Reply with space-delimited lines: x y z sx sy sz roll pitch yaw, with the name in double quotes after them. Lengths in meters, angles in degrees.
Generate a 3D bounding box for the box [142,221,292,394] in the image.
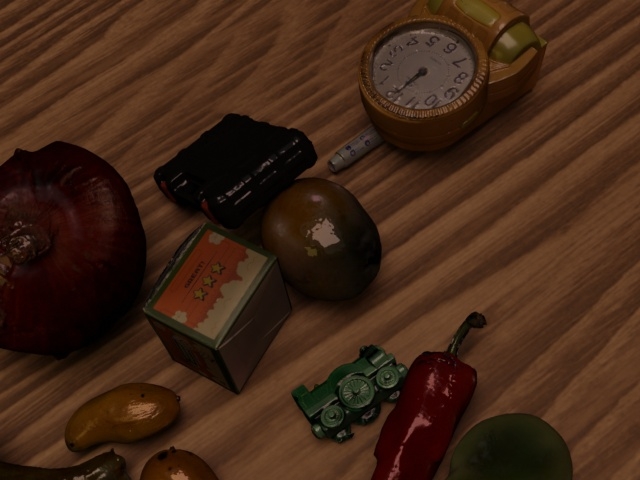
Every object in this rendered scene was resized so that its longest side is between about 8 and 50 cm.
-0.158 0.108 1.513 0.148 0.195 0.177 26 67 18 "box"

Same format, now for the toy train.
0.050 0.235 1.496 0.178 0.071 0.104 -34 52 -11 "toy train"

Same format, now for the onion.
-0.442 0.030 1.537 0.341 0.341 0.341 -3 61 5 "onion"

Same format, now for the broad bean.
0.269 0.348 1.394 0.169 0.100 0.228 30 66 13 "broad bean"

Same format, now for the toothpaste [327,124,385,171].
0.102 -0.193 1.747 0.218 0.033 0.052 -37 69 -18 "toothpaste"

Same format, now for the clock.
0.215 -0.295 1.699 0.317 0.200 0.244 -41 62 -16 "clock"

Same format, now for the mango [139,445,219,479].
-0.197 0.390 1.422 0.115 0.090 0.178 -37 67 0 "mango"

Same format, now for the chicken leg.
-0.476 0.369 1.444 0.361 0.140 0.212 -18 82 -15 "chicken leg"

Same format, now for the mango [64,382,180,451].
-0.310 0.275 1.509 0.190 0.075 0.098 -16 53 4 "mango"

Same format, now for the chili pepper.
0.154 0.281 1.439 0.110 0.110 0.388 20 68 16 "chili pepper"

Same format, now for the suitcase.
-0.151 -0.126 1.639 0.206 0.066 0.285 -41 30 -15 "suitcase"

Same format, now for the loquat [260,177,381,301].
0.000 0.000 1.573 0.179 0.179 0.227 -30 57 -11 "loquat"
